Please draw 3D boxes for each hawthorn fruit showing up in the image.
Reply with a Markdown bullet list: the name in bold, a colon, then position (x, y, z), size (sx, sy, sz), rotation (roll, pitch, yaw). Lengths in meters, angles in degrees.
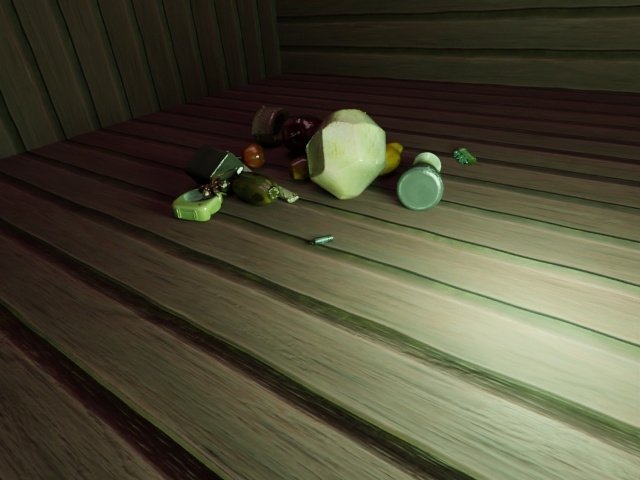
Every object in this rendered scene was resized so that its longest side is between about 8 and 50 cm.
- **hawthorn fruit**: position (-0.334, -0.410, 2.073), size (0.140, 0.125, 0.125), rotation (-39, 44, -26)

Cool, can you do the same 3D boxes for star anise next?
- **star anise**: position (-0.409, -0.237, 1.707), size (0.097, 0.070, 0.191), rotation (12, 44, 42)

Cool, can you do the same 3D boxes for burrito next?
- **burrito**: position (-0.161, -0.200, 1.779), size (0.051, 0.042, 0.171), rotation (-30, 42, -30)

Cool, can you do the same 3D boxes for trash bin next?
- **trash bin**: position (-0.470, -0.316, 1.860), size (0.240, 0.122, 0.164), rotation (24, 75, 45)

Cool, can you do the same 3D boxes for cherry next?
- **cherry**: position (-0.076, -0.553, 2.188), size (0.230, 0.203, 0.300), rotation (1, 23, 22)

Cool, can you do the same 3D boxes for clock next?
- **clock**: position (-0.481, -0.161, 1.731), size (0.170, 0.069, 0.232), rotation (7, 32, 20)

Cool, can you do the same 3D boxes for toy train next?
- **toy train**: position (0.677, -0.395, 1.987), size (0.071, 0.038, 0.148), rotation (-6, 32, -1)

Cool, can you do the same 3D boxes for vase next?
- **vase**: position (0.413, -0.251, 1.686), size (0.173, 0.173, 0.321), rotation (7, 27, 18)

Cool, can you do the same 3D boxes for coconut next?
- **coconut**: position (0.106, -0.335, 1.718), size (0.352, 0.352, 0.352), rotation (-3, 32, 2)

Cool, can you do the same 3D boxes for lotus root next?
- **lotus root**: position (-0.266, -0.213, 1.739), size (0.241, 0.123, 0.124), rotation (23, 70, 33)

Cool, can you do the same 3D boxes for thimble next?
- **thimble**: position (-0.279, -0.645, 2.380), size (0.148, 0.196, 0.229), rotation (9, 64, 27)

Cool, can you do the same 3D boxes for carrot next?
- **carrot**: position (-0.002, -0.353, 1.938), size (0.302, 0.114, 0.114), rotation (-18, 34, -23)

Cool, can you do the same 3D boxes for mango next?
- **mango**: position (0.295, -0.371, 1.936), size (0.157, 0.109, 0.262), rotation (2, 29, 35)

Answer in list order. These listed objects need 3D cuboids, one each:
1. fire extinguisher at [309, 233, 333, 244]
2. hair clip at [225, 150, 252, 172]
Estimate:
- **fire extinguisher**: position (0.000, 0.000, 1.449), size (0.083, 0.025, 0.038), rotation (-14, -5, -15)
- **hair clip**: position (-0.402, -0.330, 1.969), size (0.101, 0.085, 0.331), rotation (-35, 43, -10)
